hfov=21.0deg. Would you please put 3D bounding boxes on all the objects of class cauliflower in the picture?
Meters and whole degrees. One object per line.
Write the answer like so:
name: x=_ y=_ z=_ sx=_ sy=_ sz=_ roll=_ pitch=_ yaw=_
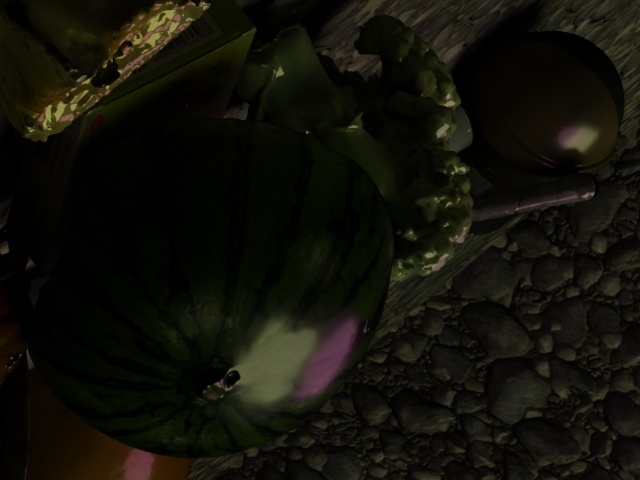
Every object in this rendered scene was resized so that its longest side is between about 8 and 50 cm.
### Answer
cauliflower: x=0.027 y=-0.093 z=1.622 sx=0.260 sy=0.327 sz=0.281 roll=-26 pitch=137 yaw=-26

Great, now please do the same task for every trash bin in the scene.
trash bin: x=0.269 y=-0.150 z=2.274 sx=0.214 sy=0.214 sz=0.334 roll=-31 pitch=171 yaw=-33

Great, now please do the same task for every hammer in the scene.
hammer: x=0.136 y=-0.032 z=2.173 sx=0.427 sy=0.044 sz=0.152 roll=-14 pitch=-152 yaw=1

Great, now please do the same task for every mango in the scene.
mango: x=-0.270 y=0.280 z=2.108 sx=0.232 sy=0.300 sz=0.445 roll=6 pitch=150 yaw=2

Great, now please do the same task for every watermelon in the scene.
watermelon: x=-0.087 y=0.075 z=1.433 sx=0.331 sy=0.189 sz=0.330 roll=-3 pitch=140 yaw=-3

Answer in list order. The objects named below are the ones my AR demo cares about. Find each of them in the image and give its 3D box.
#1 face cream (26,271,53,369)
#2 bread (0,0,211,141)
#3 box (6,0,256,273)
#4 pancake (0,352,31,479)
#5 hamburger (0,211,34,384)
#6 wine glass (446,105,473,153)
face cream: x=-0.242 y=0.063 z=1.884 sx=0.291 sy=0.071 sz=0.144 roll=-22 pitch=160 yaw=-52
bread: x=-0.156 y=-0.156 z=1.071 sx=0.169 sy=0.140 sz=0.160 roll=-41 pitch=-179 yaw=-6
box: x=-0.165 y=-0.092 z=1.473 sx=0.175 sy=0.062 sz=0.260 roll=-31 pitch=164 yaw=-30
pancake: x=-0.342 y=0.208 z=1.702 sx=0.033 sy=0.288 sz=0.286 roll=12 pitch=171 yaw=-30
hamburger: x=-0.343 y=0.086 z=1.452 sx=0.262 sy=0.139 sz=0.243 roll=-43 pitch=169 yaw=-41
wine glass: x=0.076 y=-0.098 z=2.145 sx=0.231 sy=0.103 sz=0.103 roll=-32 pitch=168 yaw=-20
